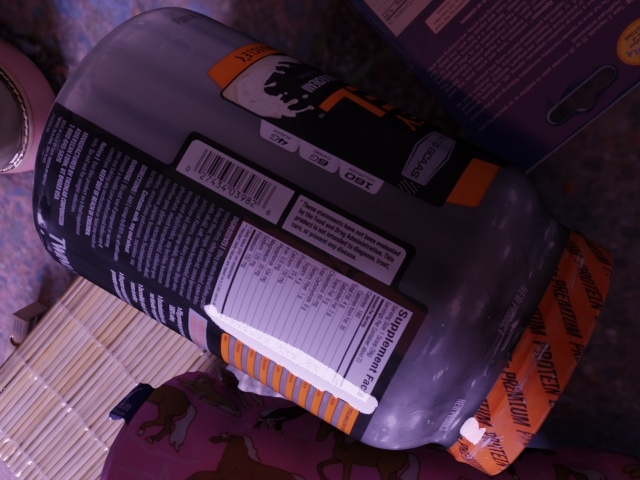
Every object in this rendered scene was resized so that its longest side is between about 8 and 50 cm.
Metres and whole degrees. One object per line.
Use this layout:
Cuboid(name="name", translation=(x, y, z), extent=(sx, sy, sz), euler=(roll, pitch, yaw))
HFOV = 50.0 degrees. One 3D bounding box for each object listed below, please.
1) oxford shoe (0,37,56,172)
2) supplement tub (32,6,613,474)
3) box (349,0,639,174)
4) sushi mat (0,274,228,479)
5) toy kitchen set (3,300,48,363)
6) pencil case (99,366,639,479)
Cuboid(name="oxford shoe", translation=(-0.417, -0.170, 0.572), extent=(0.397, 0.146, 0.140), euler=(26, 116, 12))
Cuboid(name="supplement tub", translation=(0.000, 0.000, 0.438), extent=(0.316, 0.193, 0.194), euler=(28, 116, 10))
Cuboid(name="box", translation=(0.100, -0.163, 0.430), extent=(0.136, 0.036, 0.225), euler=(-41, 88, 28))
Cuboid(name="sushi mat", translation=(-0.180, 0.106, 0.599), extent=(0.151, 0.019, 0.316), euler=(43, 102, 1))
Cuboid(name="toy kitchen set", translation=(-0.268, 0.119, 0.655), extent=(0.083, 0.068, 0.075), euler=(26, 115, 12))
Cuboid(name="pencil case", translation=(0.040, 0.200, 0.485), extent=(0.386, 0.160, 0.167), euler=(9, 96, 11))
